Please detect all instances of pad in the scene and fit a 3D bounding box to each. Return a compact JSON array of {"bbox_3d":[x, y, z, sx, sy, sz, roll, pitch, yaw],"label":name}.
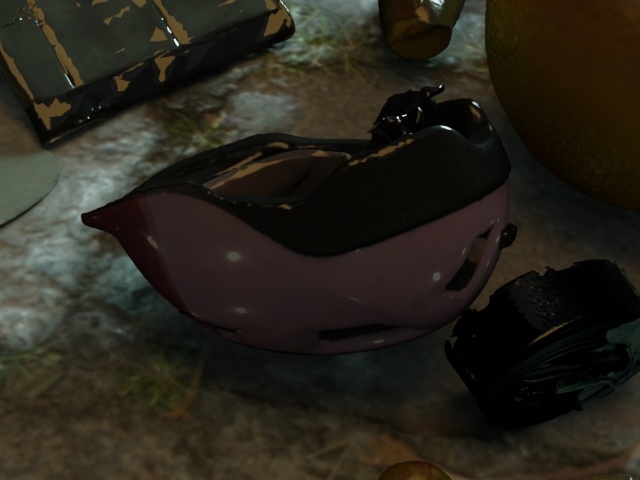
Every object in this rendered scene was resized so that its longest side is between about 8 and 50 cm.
[{"bbox_3d":[-0.148,-0.182,1.275,0.233,0.022,0.174,-29,82,-29],"label":"pad"}]

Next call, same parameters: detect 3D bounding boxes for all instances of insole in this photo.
[{"bbox_3d":[-0.258,-0.016,1.154,0.197,0.004,0.065,-29,55,-30],"label":"insole"}]

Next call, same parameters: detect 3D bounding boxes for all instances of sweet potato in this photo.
[{"bbox_3d":[0.087,-0.216,1.351,0.077,0.077,0.244,13,39,6],"label":"sweet potato"}]

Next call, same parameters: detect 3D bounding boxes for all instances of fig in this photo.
[{"bbox_3d":[0.049,0.165,0.984,0.050,0.050,0.083,13,56,6],"label":"fig"}]

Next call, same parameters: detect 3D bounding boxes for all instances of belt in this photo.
[{"bbox_3d":[0.145,0.065,1.051,0.140,0.105,0.058,-14,53,-27],"label":"belt"}]

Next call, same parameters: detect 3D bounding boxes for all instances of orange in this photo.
[{"bbox_3d":[0.223,-0.130,1.175,0.236,0.236,0.236,3,45,-3],"label":"orange"}]

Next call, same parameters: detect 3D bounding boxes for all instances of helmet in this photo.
[{"bbox_3d":[0.000,0.000,1.064,0.253,0.154,0.198,-22,7,19],"label":"helmet"}]

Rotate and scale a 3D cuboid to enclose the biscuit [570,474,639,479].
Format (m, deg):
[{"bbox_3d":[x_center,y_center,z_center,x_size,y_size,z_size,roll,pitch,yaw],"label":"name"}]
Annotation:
[{"bbox_3d":[0.171,0.196,0.984,0.152,0.020,0.152,3,47,-3],"label":"biscuit"}]
